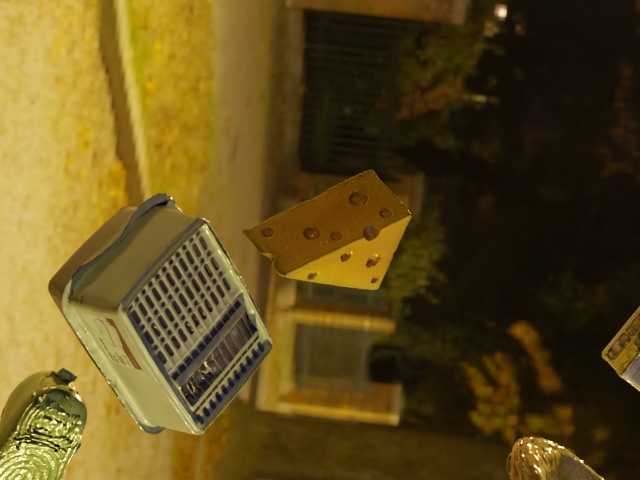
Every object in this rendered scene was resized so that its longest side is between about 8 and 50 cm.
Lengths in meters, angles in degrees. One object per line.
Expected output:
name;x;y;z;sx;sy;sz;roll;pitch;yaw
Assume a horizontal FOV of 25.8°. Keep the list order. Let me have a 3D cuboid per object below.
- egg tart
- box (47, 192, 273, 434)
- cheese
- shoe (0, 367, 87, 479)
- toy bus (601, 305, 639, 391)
egg tart;0.411;0.471;2.334;0.120;0.315;0.315;-49;-166;24
box;-0.208;0.101;1.834;0.220;0.166;0.290;-49;132;-28
cheese;0.000;0.000;1.663;0.093;0.171;0.126;51;-46;34
shoe;-0.435;0.310;2.139;0.262;0.140;0.128;-56;-165;27
toy bus;0.427;0.077;1.621;0.226;0.081;0.074;-53;-154;5
